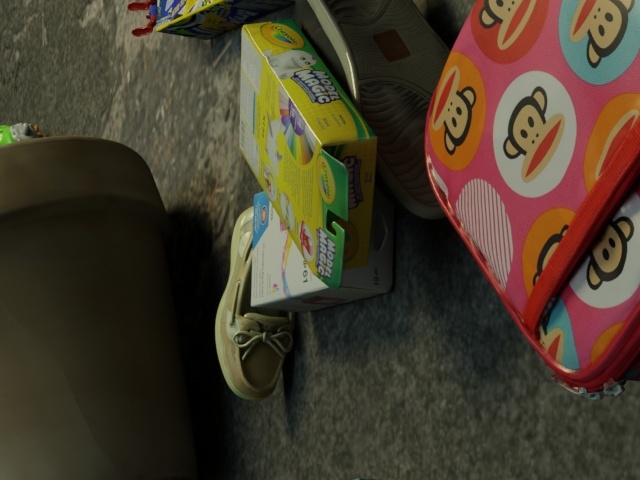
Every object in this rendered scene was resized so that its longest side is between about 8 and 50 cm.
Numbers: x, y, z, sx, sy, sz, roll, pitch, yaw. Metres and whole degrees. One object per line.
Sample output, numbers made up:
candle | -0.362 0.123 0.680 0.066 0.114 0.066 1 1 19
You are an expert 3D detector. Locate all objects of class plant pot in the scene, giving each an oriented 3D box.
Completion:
plant pot | -0.242 0.116 1.358 0.323 0.323 0.280 -46 62 48

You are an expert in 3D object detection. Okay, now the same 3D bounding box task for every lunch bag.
lunch bag | 0.183 -0.070 0.790 0.293 0.120 0.258 -63 39 35

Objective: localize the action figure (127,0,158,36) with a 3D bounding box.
action figure | -0.146 -0.217 1.447 0.115 0.030 0.038 -60 -38 -60

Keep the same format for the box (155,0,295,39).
box | -0.079 -0.212 1.344 0.169 0.054 0.059 -8 78 60

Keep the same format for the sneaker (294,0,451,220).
sneaker | 0.042 -0.090 1.100 0.118 0.083 0.222 105 149 -59

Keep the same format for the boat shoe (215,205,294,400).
boat shoe | -0.043 0.044 1.228 0.048 0.056 0.153 -22 58 63

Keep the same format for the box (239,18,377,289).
box | -0.007 -0.058 1.059 0.179 0.043 0.105 -118 25 -48

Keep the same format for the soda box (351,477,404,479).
soda box | 0.006 0.201 1.094 0.183 0.063 0.058 -28 60 56

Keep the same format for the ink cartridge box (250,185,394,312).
ink cartridge box | 0.000 0.000 1.159 0.122 0.052 0.088 -17 69 58

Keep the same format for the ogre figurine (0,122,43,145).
ogre figurine | -0.340 -0.067 1.745 0.197 0.097 0.118 -168 73 -72
